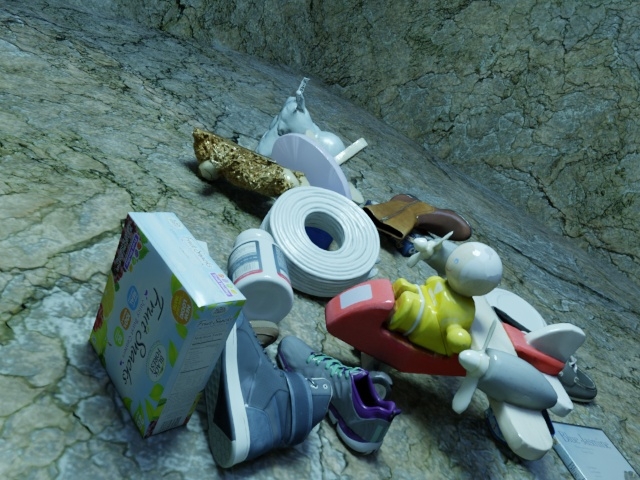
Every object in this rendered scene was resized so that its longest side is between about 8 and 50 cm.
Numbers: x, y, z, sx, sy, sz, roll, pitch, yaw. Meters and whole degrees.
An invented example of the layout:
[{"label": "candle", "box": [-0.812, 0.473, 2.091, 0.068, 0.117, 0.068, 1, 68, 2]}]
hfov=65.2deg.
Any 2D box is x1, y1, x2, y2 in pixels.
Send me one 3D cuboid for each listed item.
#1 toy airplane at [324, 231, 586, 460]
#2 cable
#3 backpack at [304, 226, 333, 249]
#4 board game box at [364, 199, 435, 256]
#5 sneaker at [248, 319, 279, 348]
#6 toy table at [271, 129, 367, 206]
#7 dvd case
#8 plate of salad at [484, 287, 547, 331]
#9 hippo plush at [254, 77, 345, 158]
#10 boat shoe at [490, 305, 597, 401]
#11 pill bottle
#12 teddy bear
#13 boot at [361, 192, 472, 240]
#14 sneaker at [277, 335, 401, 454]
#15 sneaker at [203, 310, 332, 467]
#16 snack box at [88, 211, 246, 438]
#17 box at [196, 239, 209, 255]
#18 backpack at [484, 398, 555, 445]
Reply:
[{"label": "toy airplane", "box": [0.252, 0.133, 0.818, 0.384, 0.273, 0.386, -18, 36, -42]}, {"label": "cable", "box": [0.000, 0.000, 1.064, 0.257, 0.089, 0.257, 48, 48, 12]}, {"label": "backpack", "box": [-0.005, -0.042, 1.214, 0.097, 0.101, 0.120, 22, 30, 1]}, {"label": "board game box", "box": [0.254, -0.032, 1.529, 0.165, 0.042, 0.243, 9, 31, -37]}, {"label": "sneaker", "box": [-0.134, 0.168, 0.728, 0.188, 0.066, 0.071, -3, 55, -41]}, {"label": "toy table", "box": [0.005, -0.173, 1.340, 0.161, 0.252, 0.274, -37, 101, -54]}, {"label": "dvd case", "box": [0.535, 0.443, 0.910, 0.180, 0.022, 0.253, 16, 27, -24]}, {"label": "plate of salad", "box": [0.515, 0.207, 1.327, 0.199, 0.048, 0.200, 18, 36, -13]}, {"label": "hippo plush", "box": [-0.033, -0.317, 1.540, 0.236, 0.294, 0.234, 34, 35, -14]}, {"label": "boat shoe", "box": [0.503, 0.261, 1.146, 0.335, 0.096, 0.112, 27, 24, -2]}, {"label": "pill bottle", "box": [-0.111, 0.058, 0.893, 0.107, 0.108, 0.180, 18, 26, -21]}, {"label": "teddy bear", "box": [-0.175, -0.163, 1.220, 0.337, 0.113, 0.245, 23, 8, 1]}, {"label": "boot", "box": [0.285, -0.054, 1.437, 0.264, 0.096, 0.280, 37, 27, 18]}, {"label": "sneaker", "box": [0.028, 0.205, 0.759, 0.223, 0.098, 0.083, 42, 28, 28]}, {"label": "sneaker", "box": [-0.074, 0.165, 0.670, 0.163, 0.086, 0.226, 3, 68, -38]}, {"label": "snack box", "box": [-0.195, 0.097, 0.606, 0.070, 0.207, 0.174, -5, 40, -48]}, {"label": "box", "box": [-0.250, 0.052, 0.803, 0.137, 0.072, 0.126, 14, 28, -29]}, {"label": "backpack", "box": [0.353, 0.320, 0.887, 0.105, 0.084, 0.114, 23, 20, -1]}]
